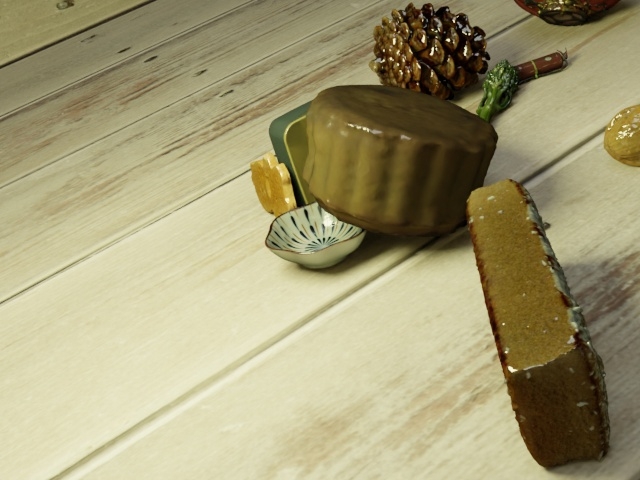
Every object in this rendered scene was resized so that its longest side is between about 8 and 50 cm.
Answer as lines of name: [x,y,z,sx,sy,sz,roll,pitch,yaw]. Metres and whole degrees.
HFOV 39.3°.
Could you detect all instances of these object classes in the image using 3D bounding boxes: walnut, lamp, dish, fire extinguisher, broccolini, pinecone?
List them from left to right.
dish: [0.000,0.000,1.544,0.191,0.066,0.190,-11,29,6]
pinecone: [0.235,-0.403,1.938,0.272,0.224,0.224,-9,28,-14]
broccolini: [0.338,-0.260,1.786,0.079,0.074,0.392,-11,29,25]
fire extinguisher: [0.483,-0.381,1.948,0.132,0.039,0.056,-19,63,-3]
lamp: [0.585,-0.644,2.103,0.303,0.257,0.303,7,-3,0]
walnut: [0.546,-0.179,1.528,0.124,0.105,0.105,-20,26,27]

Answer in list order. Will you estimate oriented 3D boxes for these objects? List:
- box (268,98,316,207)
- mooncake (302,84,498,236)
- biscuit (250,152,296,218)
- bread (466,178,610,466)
box: [-0.004,-0.156,1.674,0.144,0.201,0.090,-31,29,-20]
mooncake: [0.127,-0.138,1.513,0.324,0.187,0.324,8,25,-4]
biscuit: [-0.087,-0.098,1.701,0.027,0.133,0.184,-18,1,-20]
bread: [0.273,0.086,1.165,0.113,0.165,0.416,-14,31,9]
